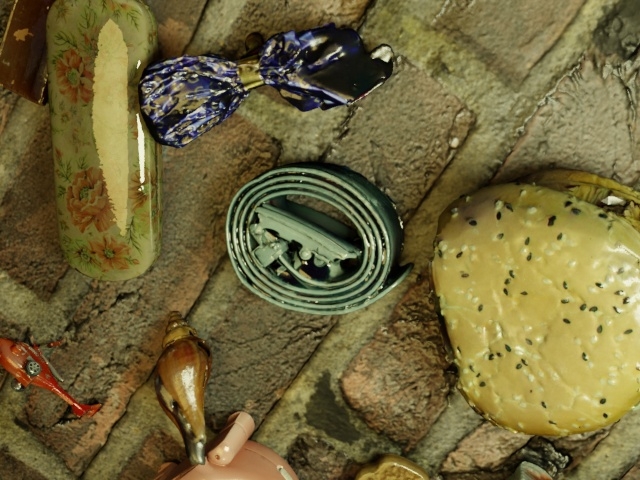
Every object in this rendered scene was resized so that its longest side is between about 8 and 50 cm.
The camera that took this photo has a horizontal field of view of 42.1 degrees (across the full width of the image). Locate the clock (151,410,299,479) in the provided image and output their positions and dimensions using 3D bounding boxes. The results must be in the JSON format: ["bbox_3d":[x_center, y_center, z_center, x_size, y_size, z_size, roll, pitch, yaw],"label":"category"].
[{"bbox_3d":[-0.137,0.430,1.300,0.227,0.142,0.241,-38,96,22],"label":"clock"}]

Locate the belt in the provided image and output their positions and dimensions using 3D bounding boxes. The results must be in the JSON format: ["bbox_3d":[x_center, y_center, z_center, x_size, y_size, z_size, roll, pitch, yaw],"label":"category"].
[{"bbox_3d":[0.000,0.000,1.151,0.268,0.116,0.206,15,104,15],"label":"belt"}]

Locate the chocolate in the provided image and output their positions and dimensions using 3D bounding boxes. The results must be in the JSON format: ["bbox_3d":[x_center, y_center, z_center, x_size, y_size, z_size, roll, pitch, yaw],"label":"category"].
[{"bbox_3d":[-0.072,-0.224,1.115,0.344,0.126,0.148,-11,60,15],"label":"chocolate"}]

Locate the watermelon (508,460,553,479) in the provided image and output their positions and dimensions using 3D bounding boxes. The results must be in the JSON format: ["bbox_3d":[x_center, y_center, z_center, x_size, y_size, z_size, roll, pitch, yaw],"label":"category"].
[{"bbox_3d":[0.270,0.417,1.153,0.320,0.290,0.213,-18,69,33],"label":"watermelon"}]

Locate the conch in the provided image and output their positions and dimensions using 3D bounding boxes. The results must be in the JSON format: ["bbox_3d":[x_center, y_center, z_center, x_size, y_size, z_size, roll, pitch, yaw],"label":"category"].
[{"bbox_3d":[-0.210,0.215,1.254,0.086,0.080,0.232,-11,60,30],"label":"conch"}]

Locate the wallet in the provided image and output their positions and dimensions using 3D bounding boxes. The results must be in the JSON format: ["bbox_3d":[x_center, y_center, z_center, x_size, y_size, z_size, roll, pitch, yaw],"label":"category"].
[{"bbox_3d":[-0.424,-0.299,1.240,0.095,0.026,0.176,25,111,2],"label":"wallet"}]

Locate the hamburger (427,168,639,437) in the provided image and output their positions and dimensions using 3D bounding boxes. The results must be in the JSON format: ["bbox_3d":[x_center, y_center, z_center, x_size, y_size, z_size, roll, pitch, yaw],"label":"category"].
[{"bbox_3d":[0.302,0.069,1.018,0.277,0.195,0.317,-12,98,38],"label":"hamburger"}]

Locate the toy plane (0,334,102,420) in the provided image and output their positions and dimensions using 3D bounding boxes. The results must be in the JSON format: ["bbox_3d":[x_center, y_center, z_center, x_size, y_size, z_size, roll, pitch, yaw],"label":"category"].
[{"bbox_3d":[-0.460,0.233,1.377,0.126,0.077,0.194,-20,108,29],"label":"toy plane"}]

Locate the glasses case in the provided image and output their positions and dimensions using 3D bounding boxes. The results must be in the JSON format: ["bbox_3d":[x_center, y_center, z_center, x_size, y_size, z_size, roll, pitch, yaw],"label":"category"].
[{"bbox_3d":[-0.310,-0.147,1.210,0.157,0.098,0.425,5,106,10],"label":"glasses case"}]

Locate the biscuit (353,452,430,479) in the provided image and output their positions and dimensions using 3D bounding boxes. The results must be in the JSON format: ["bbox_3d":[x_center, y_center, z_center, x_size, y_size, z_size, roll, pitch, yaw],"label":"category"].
[{"bbox_3d":[0.073,0.474,1.256,0.184,0.047,0.319,3,96,8],"label":"biscuit"}]
